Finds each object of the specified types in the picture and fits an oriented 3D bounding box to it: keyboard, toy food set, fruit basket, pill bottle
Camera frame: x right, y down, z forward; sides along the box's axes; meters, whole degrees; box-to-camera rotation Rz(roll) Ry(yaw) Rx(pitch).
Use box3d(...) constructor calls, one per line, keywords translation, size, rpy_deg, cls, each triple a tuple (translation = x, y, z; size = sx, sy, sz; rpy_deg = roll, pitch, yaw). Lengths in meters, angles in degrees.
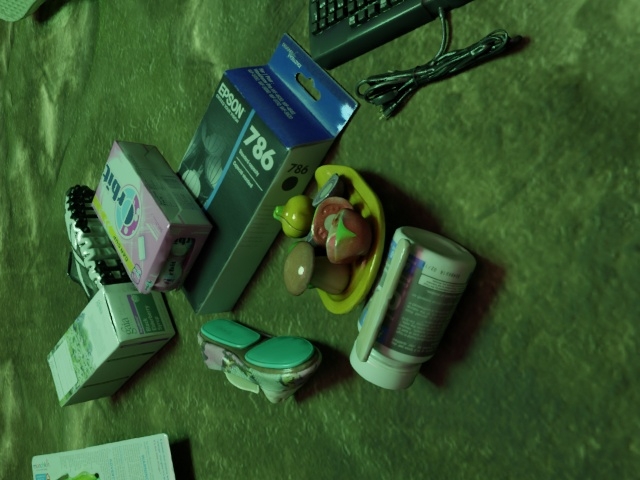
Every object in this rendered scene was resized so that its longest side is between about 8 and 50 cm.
box3d(translation=(0.107, -0.238, 0.554), size=(0.317, 0.033, 0.201), rpy_deg=(-14, 80, 43), cls="keyboard")
box3d(translation=(0.000, 0.000, 0.567), size=(0.128, 0.071, 0.218), rpy_deg=(-68, 25, 21), cls="toy food set")
box3d(translation=(-0.316, 0.474, 0.891), size=(0.353, 0.165, 0.326), rpy_deg=(-19, 76, 25), cls="fruit basket")
box3d(translation=(0.081, 0.063, 0.542), size=(0.078, 0.078, 0.137), rpy_deg=(35, 112, 38), cls="pill bottle")

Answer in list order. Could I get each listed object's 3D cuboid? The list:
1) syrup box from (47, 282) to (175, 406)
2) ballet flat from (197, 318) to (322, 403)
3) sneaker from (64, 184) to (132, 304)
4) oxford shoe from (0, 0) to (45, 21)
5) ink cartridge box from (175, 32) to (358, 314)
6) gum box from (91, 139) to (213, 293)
box3d(translation=(-0.330, 0.163, 0.916), size=(0.237, 0.096, 0.093), rpy_deg=(-42, 64, 34), cls="syrup box")
box3d(translation=(-0.071, 0.147, 0.698), size=(0.222, 0.077, 0.079), rpy_deg=(4, 111, 48), cls="ballet flat")
box3d(translation=(-0.390, 0.016, 0.986), size=(0.106, 0.078, 0.234), rpy_deg=(-44, 63, 31), cls="sneaker")
box3d(translation=(-0.486, -0.512, 1.045), size=(0.450, 0.169, 0.130), rpy_deg=(1, 55, 42), cls="oxford shoe")
box3d(translation=(-0.101, -0.079, 0.727), size=(0.165, 0.065, 0.332), rpy_deg=(51, 121, 32), cls="ink cartridge box")
box3d(translation=(-0.218, -0.030, 0.752), size=(0.188, 0.062, 0.107), rpy_deg=(50, 122, 33), cls="gum box")
